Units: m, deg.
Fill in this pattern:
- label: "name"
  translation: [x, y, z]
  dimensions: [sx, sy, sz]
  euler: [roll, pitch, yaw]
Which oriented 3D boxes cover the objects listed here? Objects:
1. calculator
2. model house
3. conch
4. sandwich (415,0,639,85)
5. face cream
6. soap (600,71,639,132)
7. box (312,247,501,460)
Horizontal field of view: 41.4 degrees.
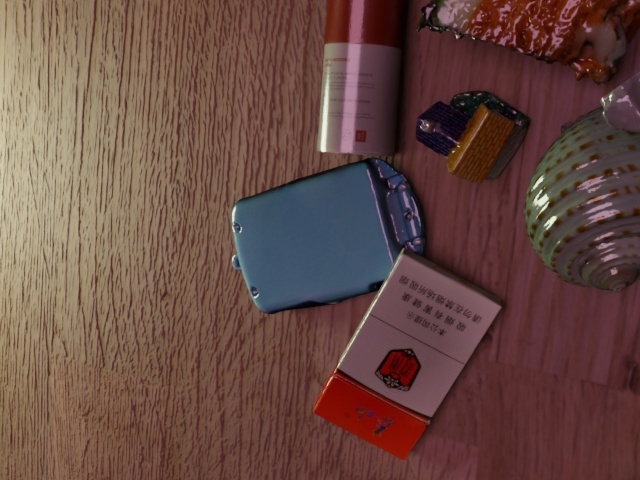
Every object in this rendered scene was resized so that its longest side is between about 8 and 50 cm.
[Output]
- label: "calculator"
  translation: [0.000, 0.000, 1.107]
  dimensions: [0.293, 0.051, 0.172]
  euler: [-15, 89, 30]
- label: "model house"
  translation: [0.167, -0.127, 0.969]
  dimensions: [0.101, 0.100, 0.087]
  euler: [38, 112, 23]
- label: "conch"
  translation: [0.279, -0.043, 0.881]
  dimensions: [0.199, 0.131, 0.172]
  euler: [63, 157, 20]
- label: "sandwich"
  translation: [0.268, -0.290, 0.895]
  dimensions: [0.212, 0.109, 0.292]
  euler: [41, 116, 14]
- label: "face cream"
  translation: [0.050, -0.212, 1.033]
  dimensions: [0.096, 0.096, 0.214]
  euler: [8, 98, 30]
- label: "soap"
  translation: [0.445, -0.094, 0.751]
  dimensions: [0.258, 0.159, 0.302]
  euler: [-36, 90, 32]
- label: "box"
  translation: [0.103, 0.143, 1.043]
  dimensions: [0.139, 0.035, 0.245]
  euler: [29, 109, -1]
